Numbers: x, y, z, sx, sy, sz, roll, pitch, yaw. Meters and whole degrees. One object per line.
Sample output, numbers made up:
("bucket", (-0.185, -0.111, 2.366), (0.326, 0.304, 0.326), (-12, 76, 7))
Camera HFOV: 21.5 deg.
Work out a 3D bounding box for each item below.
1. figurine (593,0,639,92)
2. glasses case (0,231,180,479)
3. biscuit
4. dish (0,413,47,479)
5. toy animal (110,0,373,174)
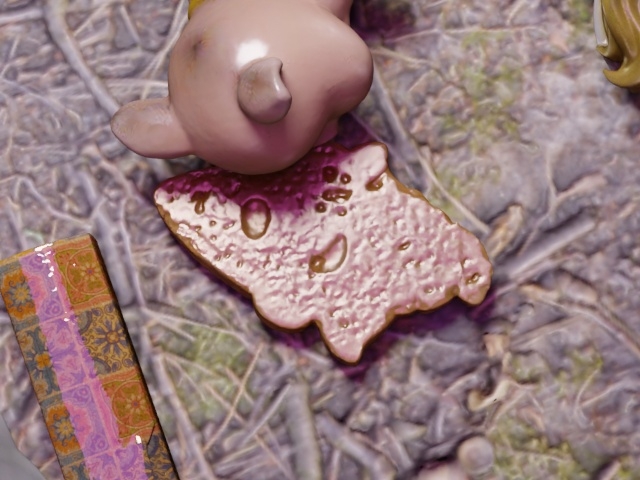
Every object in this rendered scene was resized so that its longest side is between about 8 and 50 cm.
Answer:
("figurine", (0.323, -0.153, 1.195), (0.274, 0.133, 0.194), (1, 101, -5))
("glasses case", (-0.160, 0.108, 1.181), (0.075, 0.049, 0.218), (-20, 79, -3))
("biscuit", (0.000, 0.000, 1.209), (0.250, 0.035, 0.162), (16, 74, 4))
("dish", (-0.295, 0.177, 1.119), (0.229, 0.081, 0.229), (-1, 57, 2))
("toy animal", (-0.033, -0.165, 1.187), (0.149, 0.165, 0.248), (24, 60, -28))
